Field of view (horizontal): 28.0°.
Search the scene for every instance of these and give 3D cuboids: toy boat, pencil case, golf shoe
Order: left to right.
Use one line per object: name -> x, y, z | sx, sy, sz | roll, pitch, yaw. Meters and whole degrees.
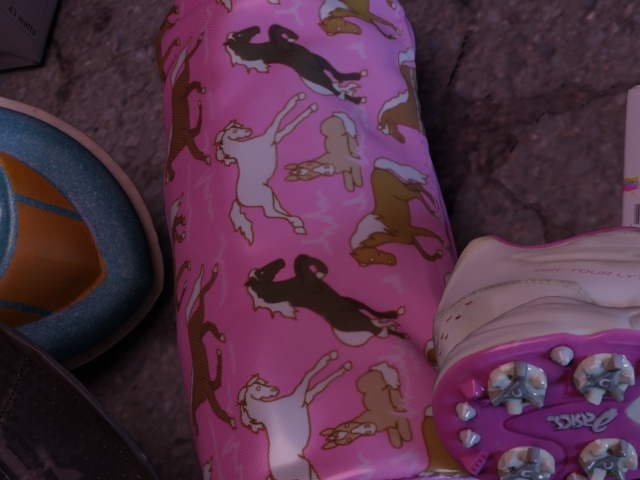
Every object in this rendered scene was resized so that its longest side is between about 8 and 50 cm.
toy boat -> -0.240, 0.061, 0.824 | 0.148, 0.267, 0.318 | -178, 99, -76
pencil case -> 0.000, 0.000, 0.751 | 0.160, 0.167, 0.386 | -42, 47, 39
golf shoe -> 0.201, 0.038, 0.613 | 0.306, 0.115, 0.140 | 0, 33, -2

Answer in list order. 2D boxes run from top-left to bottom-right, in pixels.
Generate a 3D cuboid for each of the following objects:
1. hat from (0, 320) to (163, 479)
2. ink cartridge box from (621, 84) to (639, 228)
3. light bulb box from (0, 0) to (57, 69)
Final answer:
hat -> -0.231, 0.184, 0.655 | 0.331, 0.134, 0.331 | 0, 89, 27
ink cartridge box -> 0.216, -0.027, 0.710 | 0.088, 0.052, 0.122 | -5, 64, 27
light bulb box -> -0.367, -0.371, 1.030 | 0.225, 0.358, 0.361 | -4, 62, 25
